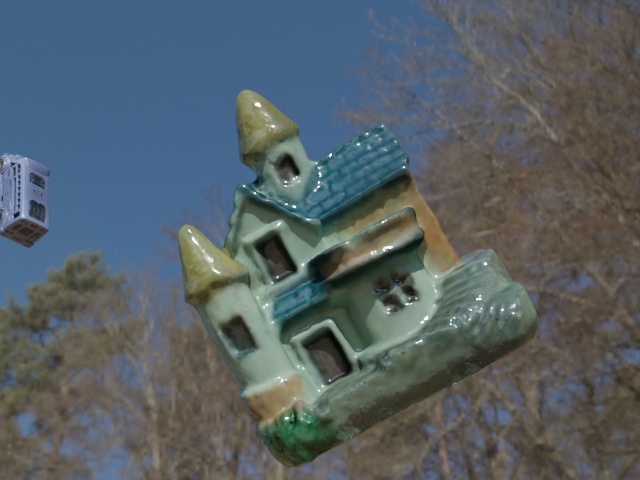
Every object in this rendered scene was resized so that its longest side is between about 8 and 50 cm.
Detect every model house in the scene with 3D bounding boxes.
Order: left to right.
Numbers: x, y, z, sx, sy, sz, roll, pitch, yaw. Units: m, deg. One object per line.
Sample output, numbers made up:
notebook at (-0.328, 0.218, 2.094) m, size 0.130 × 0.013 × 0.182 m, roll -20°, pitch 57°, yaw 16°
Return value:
model house at (0.000, 0.000, 0.987) m, size 0.267 × 0.324 × 0.194 m, roll -29°, pitch -2°, yaw 2°

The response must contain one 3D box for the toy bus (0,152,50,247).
toy bus at (-0.483, -0.076, 1.773) m, size 0.076 × 0.167 × 0.073 m, roll -31°, pitch -39°, yaw 28°
